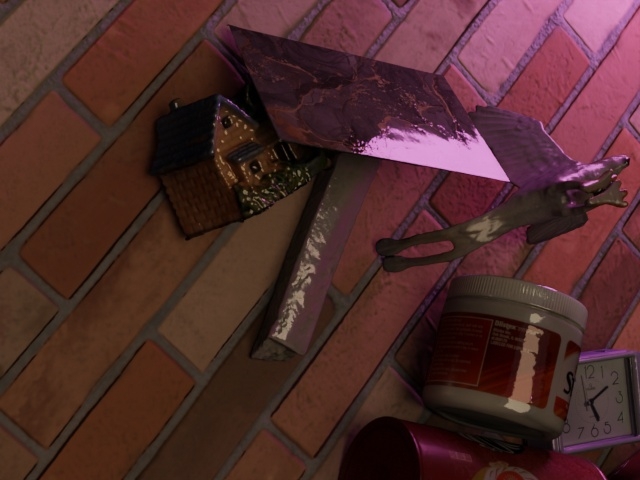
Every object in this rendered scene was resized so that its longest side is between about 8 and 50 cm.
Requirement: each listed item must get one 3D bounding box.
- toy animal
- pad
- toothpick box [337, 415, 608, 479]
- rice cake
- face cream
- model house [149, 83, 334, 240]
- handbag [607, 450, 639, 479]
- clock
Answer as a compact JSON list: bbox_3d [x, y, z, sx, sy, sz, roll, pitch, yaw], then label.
[{"bbox_3d":[0.267,-0.055,1.808,0.284,0.302,0.225,-33,106,-34],"label":"toy animal"},{"bbox_3d":[0.066,-0.181,1.755,0.368,0.007,0.247,8,39,-31],"label":"pad"},{"bbox_3d":[0.211,0.365,1.785,0.333,0.204,0.204,16,78,-27],"label":"toothpick box"},{"bbox_3d":[0.000,0.000,1.779,0.073,0.056,0.364,30,71,-23],"label":"rice cake"},{"bbox_3d":[0.256,0.165,1.828,0.201,0.201,0.187,22,75,-27],"label":"face cream"},{"bbox_3d":[-0.107,-0.122,1.672,0.183,0.166,0.172,-32,99,-40],"label":"model house"},{"bbox_3d":[0.487,0.401,1.910,0.275,0.260,0.084,-35,101,-29],"label":"handbag"},{"bbox_3d":[0.396,0.240,1.977,0.193,0.073,0.144,-5,89,-30],"label":"clock"}]
